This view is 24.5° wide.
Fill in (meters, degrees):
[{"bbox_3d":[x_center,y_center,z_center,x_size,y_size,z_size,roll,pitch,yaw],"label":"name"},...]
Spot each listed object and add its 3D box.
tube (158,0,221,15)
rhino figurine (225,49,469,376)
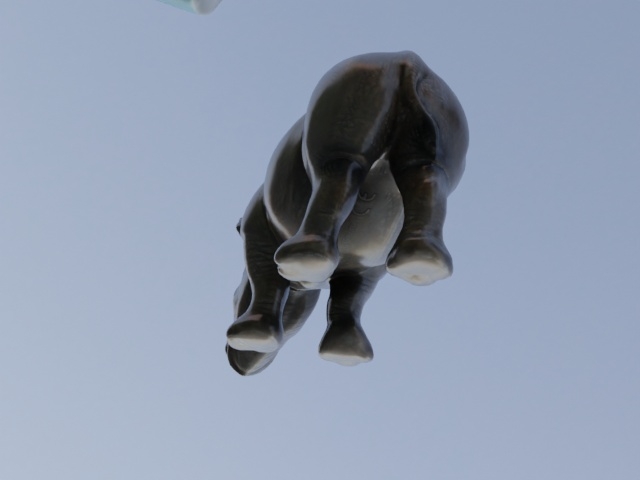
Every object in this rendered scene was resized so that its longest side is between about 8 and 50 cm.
[{"bbox_3d":[-0.128,-0.137,0.534,0.207,0.080,0.052,20,-79,12],"label":"tube"},{"bbox_3d":[0.000,0.000,0.658,0.243,0.073,0.106,129,-25,-62],"label":"rhino figurine"}]
